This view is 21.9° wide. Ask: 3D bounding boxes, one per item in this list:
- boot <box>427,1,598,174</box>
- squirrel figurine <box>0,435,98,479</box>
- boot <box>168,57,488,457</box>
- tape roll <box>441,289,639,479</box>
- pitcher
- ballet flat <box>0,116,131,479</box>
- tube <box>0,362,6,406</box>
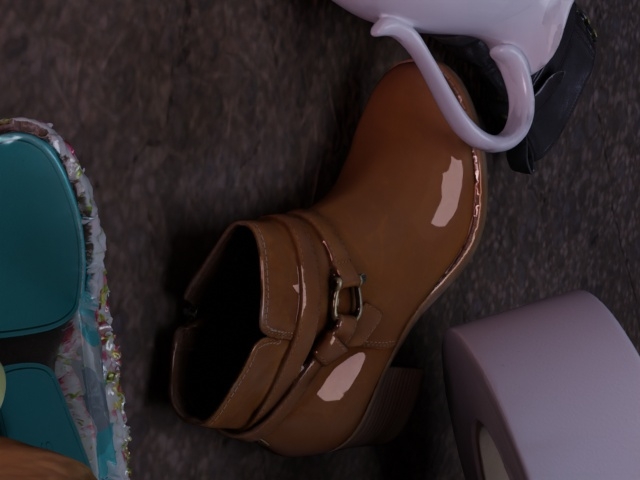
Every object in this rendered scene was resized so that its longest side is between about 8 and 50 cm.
[{"bbox_3d":[0.166,-0.209,1.303,0.229,0.091,0.263,38,72,-55],"label":"boot"},{"bbox_3d":[-0.263,0.224,0.567,0.397,0.281,0.370,-23,127,-36],"label":"squirrel figurine"},{"bbox_3d":[0.000,0.000,1.073,0.220,0.109,0.283,15,92,-56],"label":"boot"},{"bbox_3d":[0.173,0.181,1.130,0.286,0.100,0.286,165,-90,-84],"label":"tape roll"},{"bbox_3d":[0.074,-0.166,1.082,0.207,0.125,0.178,24,68,-33],"label":"pitcher"},{"bbox_3d":[-0.148,0.043,0.878,0.077,0.091,0.241,-83,171,-69],"label":"ballet flat"},{"bbox_3d":[-0.237,0.021,0.743,0.240,0.062,0.070,48,16,-43],"label":"tube"}]
